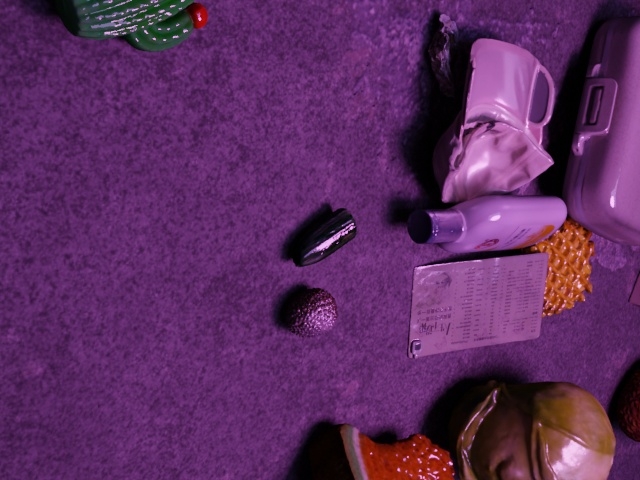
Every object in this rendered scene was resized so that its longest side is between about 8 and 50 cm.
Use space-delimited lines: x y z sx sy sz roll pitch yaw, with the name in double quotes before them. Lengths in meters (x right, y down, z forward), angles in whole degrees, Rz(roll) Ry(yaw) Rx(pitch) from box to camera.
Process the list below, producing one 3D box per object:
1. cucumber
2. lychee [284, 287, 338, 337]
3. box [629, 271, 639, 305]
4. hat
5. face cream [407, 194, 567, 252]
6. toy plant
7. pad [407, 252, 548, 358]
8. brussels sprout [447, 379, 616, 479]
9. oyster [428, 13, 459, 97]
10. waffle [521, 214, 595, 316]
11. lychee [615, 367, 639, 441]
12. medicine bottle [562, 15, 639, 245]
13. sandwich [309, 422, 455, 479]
"cucumber" 0.000 0.000 1.237 0.105 0.048 0.048 -35 125 -21
"lychee" -0.011 0.102 1.251 0.083 0.068 0.067 -21 76 -31
"box" 0.743 0.095 1.802 0.058 0.201 0.141 21 89 -39
"hat" 0.239 -0.181 1.353 0.219 0.164 0.226 -3 79 -37
"face cream" 0.256 -0.026 1.394 0.291 0.144 0.071 -1 66 -42
"toy plant" -0.177 -0.280 0.968 0.240 0.088 0.154 -13 125 -49
"pad" 0.266 0.107 1.478 0.265 0.009 0.159 -6 108 -23
"brussels sprout" 0.360 0.346 1.518 0.294 0.259 0.227 0 98 -40
"oyster" 0.184 -0.276 1.319 0.098 0.037 0.100 38 57 -60
"waffle" 0.414 0.039 1.593 0.193 0.070 0.197 -31 120 -29
"lychee" 0.728 0.356 1.890 0.194 0.194 0.194 -14 113 -37
"medicine bottle" 0.549 -0.188 1.564 0.282 0.123 0.375 20 82 -41
"sandwich" 0.098 0.410 1.394 0.162 0.250 0.301 -39 155 32
